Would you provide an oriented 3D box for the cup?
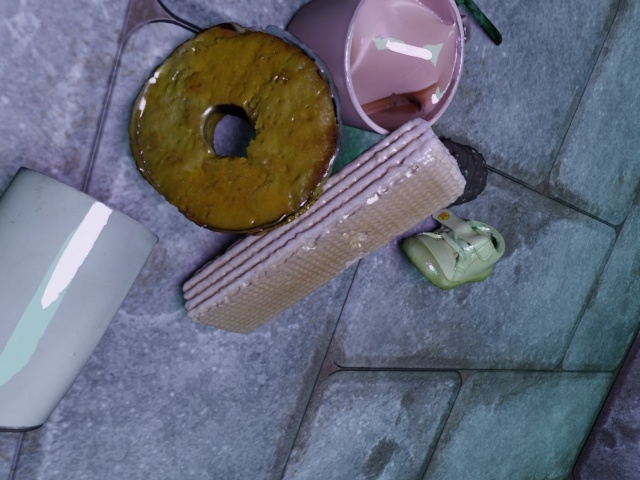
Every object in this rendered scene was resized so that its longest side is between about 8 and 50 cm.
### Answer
[{"bbox_3d":[0.084,-0.268,0.651,0.252,0.200,0.192,-29,122,-20],"label":"cup"}]

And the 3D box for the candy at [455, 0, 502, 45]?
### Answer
[{"bbox_3d":[0.244,-0.415,0.789,0.323,0.097,0.097,16,99,-44],"label":"candy"}]

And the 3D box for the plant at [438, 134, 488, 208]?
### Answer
[{"bbox_3d":[0.202,-0.120,0.833,0.203,0.131,0.143,-2,111,-43],"label":"plant"}]

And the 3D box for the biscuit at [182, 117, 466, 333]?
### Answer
[{"bbox_3d":[0.000,0.000,0.653,0.426,0.079,0.144,-34,146,19],"label":"biscuit"}]

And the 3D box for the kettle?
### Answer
[{"bbox_3d":[-0.311,0.076,0.534,0.240,0.165,0.255,78,34,-74],"label":"kettle"}]

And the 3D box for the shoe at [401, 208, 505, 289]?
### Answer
[{"bbox_3d":[0.272,0.014,0.939,0.262,0.140,0.128,7,114,-41],"label":"shoe"}]

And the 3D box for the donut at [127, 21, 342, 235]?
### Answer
[{"bbox_3d":[-0.097,-0.129,0.574,0.272,0.272,0.107,-58,165,-1],"label":"donut"}]
